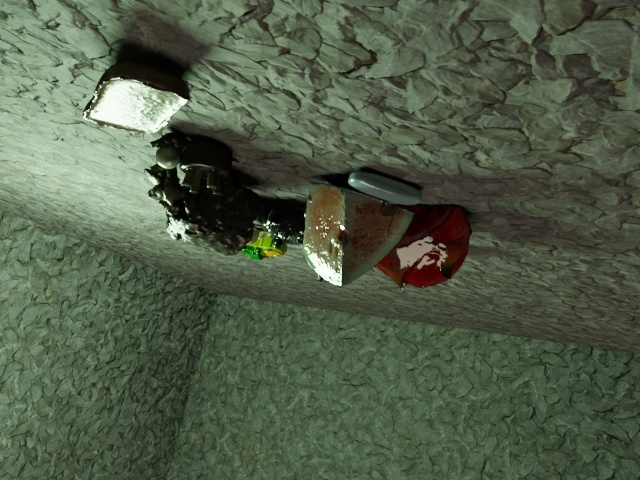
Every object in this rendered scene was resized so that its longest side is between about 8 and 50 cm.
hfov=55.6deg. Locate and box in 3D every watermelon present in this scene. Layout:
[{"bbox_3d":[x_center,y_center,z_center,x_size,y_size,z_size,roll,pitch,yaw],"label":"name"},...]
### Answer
[{"bbox_3d":[0.060,-0.037,1.491,0.213,0.261,0.201,24,158,49],"label":"watermelon"}]

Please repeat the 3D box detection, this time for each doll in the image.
[{"bbox_3d":[-0.212,0.014,2.184,0.187,0.106,0.134,9,160,19],"label":"doll"}]

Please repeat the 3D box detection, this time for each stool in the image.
[{"bbox_3d":[-0.306,-0.185,1.463,0.217,0.121,0.125,14,169,-23],"label":"stool"}]

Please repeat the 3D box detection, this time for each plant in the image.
[{"bbox_3d":[-0.334,-0.099,1.630,0.312,0.213,0.215,23,166,-33],"label":"plant"}]

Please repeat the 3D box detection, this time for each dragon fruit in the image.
[{"bbox_3d":[0.236,0.036,1.604,0.344,0.100,0.282,-3,126,35],"label":"dragon fruit"}]

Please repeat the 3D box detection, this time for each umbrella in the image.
[{"bbox_3d":[-0.170,-0.058,1.803,0.337,0.128,0.154,16,-171,5],"label":"umbrella"}]

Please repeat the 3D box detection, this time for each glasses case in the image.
[{"bbox_3d":[0.151,-0.122,1.421,0.179,0.045,0.067,16,169,-14],"label":"glasses case"}]

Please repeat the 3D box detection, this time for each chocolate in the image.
[{"bbox_3d":[-0.361,-0.287,1.180,0.161,0.083,0.261,12,166,-33],"label":"chocolate"}]

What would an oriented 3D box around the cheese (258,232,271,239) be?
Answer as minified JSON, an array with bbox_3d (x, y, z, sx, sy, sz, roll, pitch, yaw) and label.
[{"bbox_3d":[-0.181,-0.027,2.098,0.083,0.030,0.044,-19,-167,27],"label":"cheese"}]

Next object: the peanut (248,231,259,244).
[{"bbox_3d":[-0.289,-0.059,1.909,0.214,0.098,0.090,26,142,1],"label":"peanut"}]

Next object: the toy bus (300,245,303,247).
[{"bbox_3d":[-0.014,0.023,2.037,0.112,0.090,0.274,36,172,20],"label":"toy bus"}]

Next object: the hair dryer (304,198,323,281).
[{"bbox_3d":[0.002,0.000,1.713,0.114,0.247,0.070,13,-154,6],"label":"hair dryer"}]
